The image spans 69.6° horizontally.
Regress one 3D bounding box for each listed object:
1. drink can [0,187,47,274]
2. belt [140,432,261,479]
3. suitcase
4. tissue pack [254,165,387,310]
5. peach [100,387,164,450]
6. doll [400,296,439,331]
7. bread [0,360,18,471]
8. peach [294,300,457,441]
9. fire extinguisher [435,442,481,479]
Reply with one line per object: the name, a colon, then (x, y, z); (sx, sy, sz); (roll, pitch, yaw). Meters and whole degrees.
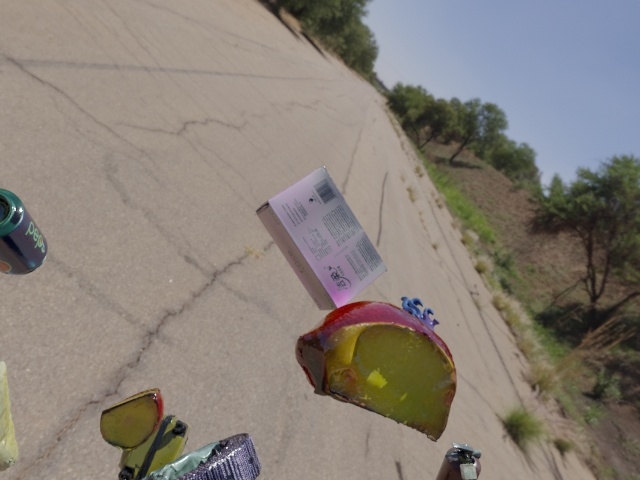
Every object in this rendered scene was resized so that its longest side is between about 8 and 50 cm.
drink can: (-0.634, -0.011, 0.929); (0.118, 0.118, 0.205); (51, -26, 14)
belt: (-0.289, 0.555, 1.067); (0.324, 0.260, 0.122); (-13, 78, -51)
suitcase: (-0.457, 0.574, 1.268); (0.143, 0.194, 0.235); (22, -25, -2)
tissue pack: (0.000, 0.000, 0.910); (0.247, 0.148, 0.092); (58, -26, -7)
peach: (-0.247, 0.232, 0.618); (0.077, 0.083, 0.050); (25, -1, 9)
doll: (0.251, 0.212, 1.217); (0.067, 0.109, 0.206); (59, 11, -30)
bread: (-0.438, 0.211, 0.495); (0.178, 0.140, 0.060); (-6, 19, -28)
peach: (0.080, 0.171, 0.710); (0.267, 0.159, 0.154); (25, -1, -16)
fire extinguisher: (0.352, 0.629, 1.213); (0.104, 0.269, 0.105); (7, 29, -4)
